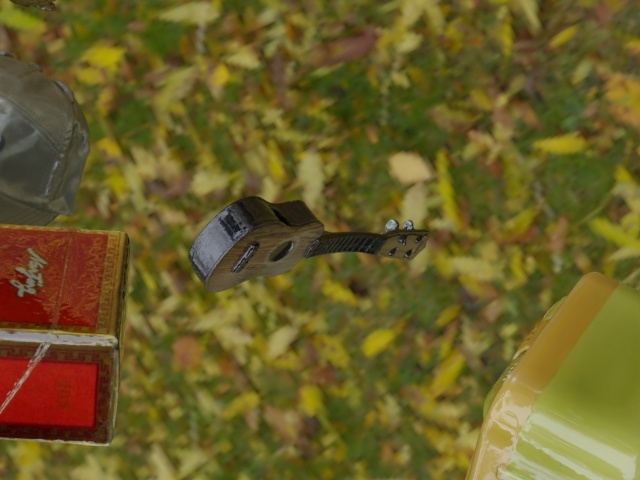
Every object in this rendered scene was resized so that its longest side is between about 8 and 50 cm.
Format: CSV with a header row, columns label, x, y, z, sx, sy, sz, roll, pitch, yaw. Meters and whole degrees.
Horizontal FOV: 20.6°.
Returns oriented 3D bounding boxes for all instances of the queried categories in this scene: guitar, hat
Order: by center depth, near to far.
label,x,y,z,sx,sy,sz,roll,pitch,yaw
guitar,-0.001,-0.002,1.474,0.084,0.271,0.038,-49,63,30
hat,-0.339,-0.096,1.690,0.214,0.244,0.149,25,104,6

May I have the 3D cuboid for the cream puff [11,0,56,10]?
label,x,y,z,sx,sy,sz,roll,pitch,yaw
cream puff,-0.173,-0.203,1.061,0.104,0.119,0.133,39,167,3

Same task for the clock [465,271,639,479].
label,x,y,z,sx,sy,sz,roll,pitch,yaw
clock,0.135,0.130,0.940,0.096,0.143,0.202,24,134,17

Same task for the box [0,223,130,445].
label,x,y,z,sx,sy,sz,roll,pitch,yaw
box,-0.226,0.043,0.961,0.239,0.153,0.074,3,108,-5
